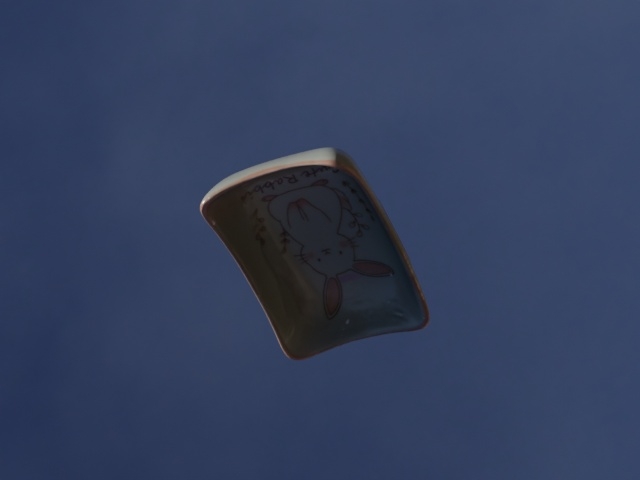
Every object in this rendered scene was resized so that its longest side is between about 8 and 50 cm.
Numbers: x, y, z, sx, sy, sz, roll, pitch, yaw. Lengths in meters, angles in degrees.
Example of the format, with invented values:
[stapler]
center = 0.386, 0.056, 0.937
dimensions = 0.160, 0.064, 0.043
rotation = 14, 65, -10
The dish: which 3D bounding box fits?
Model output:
[dish]
center = 0.000, 0.000, 1.746
dimensions = 0.077, 0.151, 0.212
rotation = -81, -31, -50
